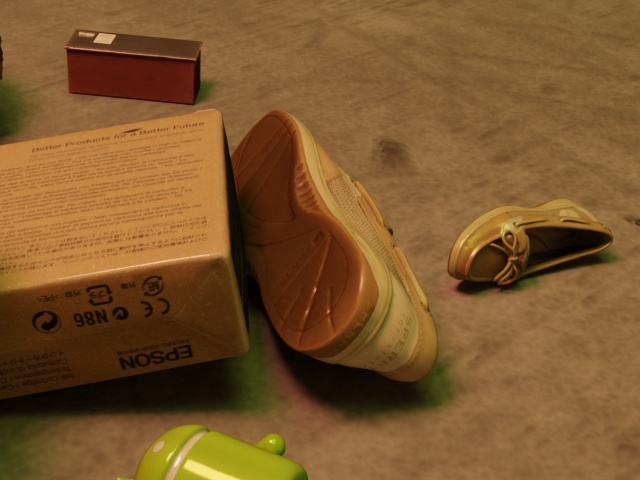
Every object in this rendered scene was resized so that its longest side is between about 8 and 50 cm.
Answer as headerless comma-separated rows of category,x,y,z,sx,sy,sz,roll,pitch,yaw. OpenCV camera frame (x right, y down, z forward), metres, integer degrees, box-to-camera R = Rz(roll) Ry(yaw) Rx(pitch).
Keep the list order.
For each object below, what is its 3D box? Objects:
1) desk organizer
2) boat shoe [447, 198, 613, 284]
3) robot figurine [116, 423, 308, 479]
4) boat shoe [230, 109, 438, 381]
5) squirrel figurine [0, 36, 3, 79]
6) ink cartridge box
desk organizer,-0.186,-0.174,1.049,0.130,0.050,0.047,6,33,0
boat shoe,0.167,0.004,0.830,0.153,0.056,0.048,-11,32,-36
robot figurine,-0.052,0.143,0.575,0.115,0.067,0.101,18,18,19
boat shoe,0.000,0.000,0.785,0.098,0.109,0.302,30,15,-31
squirrel figurine,-0.490,-0.177,0.864,0.370,0.281,0.397,-9,-1,14
ink cartridge box,-0.171,0.007,0.706,0.234,0.088,0.193,-10,34,0
